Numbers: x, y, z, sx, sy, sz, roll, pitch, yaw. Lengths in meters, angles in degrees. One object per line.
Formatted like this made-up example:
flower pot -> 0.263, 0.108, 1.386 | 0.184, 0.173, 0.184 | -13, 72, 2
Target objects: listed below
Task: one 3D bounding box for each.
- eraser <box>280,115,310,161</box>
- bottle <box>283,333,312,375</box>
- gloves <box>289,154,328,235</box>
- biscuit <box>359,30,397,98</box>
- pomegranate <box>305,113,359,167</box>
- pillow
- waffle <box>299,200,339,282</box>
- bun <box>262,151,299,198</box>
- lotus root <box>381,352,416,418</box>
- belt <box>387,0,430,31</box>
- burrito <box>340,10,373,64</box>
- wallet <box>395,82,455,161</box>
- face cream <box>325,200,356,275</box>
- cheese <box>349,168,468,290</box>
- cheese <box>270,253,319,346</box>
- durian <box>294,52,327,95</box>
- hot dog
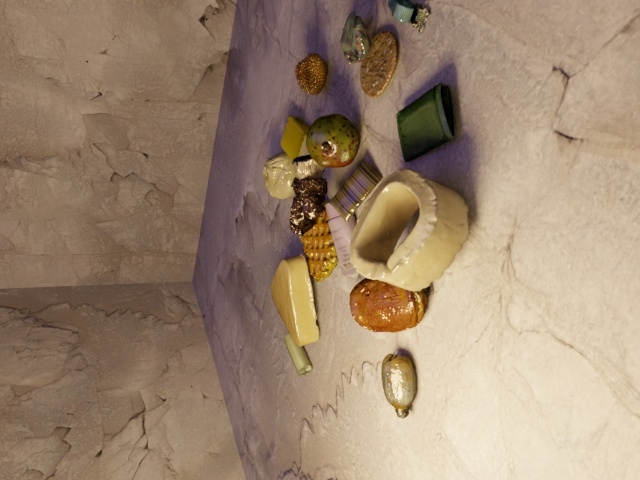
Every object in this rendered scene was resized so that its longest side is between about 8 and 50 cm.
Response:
eraser -> -0.102, -0.446, 2.156 | 0.226, 0.069, 0.158 | 56, 137, 48
bottle -> -0.102, 0.506, 2.156 | 0.202, 0.072, 0.072 | 59, 140, 47
gloves -> -0.045, -0.170, 1.825 | 0.210, 0.135, 0.313 | -59, -27, -75
biscuit -> 0.193, -0.586, 1.613 | 0.219, 0.033, 0.220 | -14, 75, 63
pomegranate -> 0.038, -0.358, 1.757 | 0.246, 0.198, 0.199 | -153, 66, -71
pillow -> 0.121, -0.172, 1.676 | 0.203, 0.038, 0.113 | -50, 58, 20
waffle -> 0.000, 0.000, 1.959 | 0.302, 0.068, 0.325 | -115, 34, -40
bun -> -0.193, -0.307, 2.263 | 0.229, 0.145, 0.230 | -14, 74, 62
lotus root -> 0.239, 0.442, 1.468 | 0.113, 0.088, 0.192 | -15, 77, 56
belt -> 0.259, -0.704, 1.459 | 0.179, 0.099, 0.065 | -96, 22, -47
burrito -> 0.124, -0.684, 1.649 | 0.229, 0.089, 0.144 | -99, 19, -51
wallet -> 0.300, -0.331, 1.383 | 0.236, 0.055, 0.161 | 160, 105, -68
face cream -> 0.092, -0.013, 1.769 | 0.154, 0.096, 0.274 | -22, 82, 52
cheese -> 0.230, -0.017, 1.317 | 0.332, 0.153, 0.292 | -60, 32, 20
cheese -> -0.114, 0.222, 2.076 | 0.384, 0.104, 0.385 | 170, 90, -69
durian -> -0.036, -0.680, 1.972 | 0.158, 0.136, 0.168 | -106, 11, -68
hot dog -> 0.217, 0.180, 1.477 | 0.272, 0.122, 0.196 | -26, 67, 44
